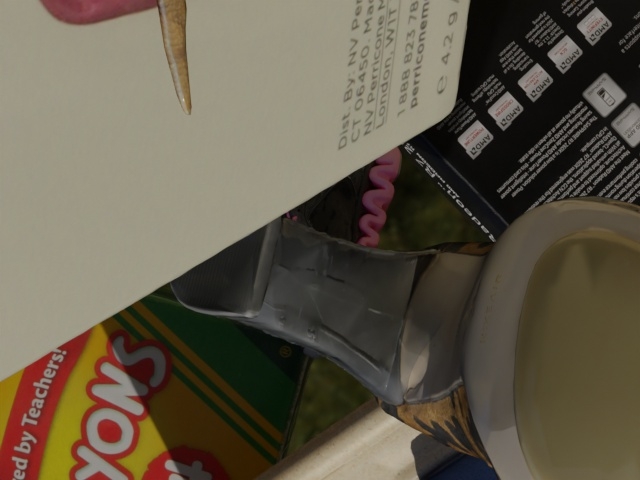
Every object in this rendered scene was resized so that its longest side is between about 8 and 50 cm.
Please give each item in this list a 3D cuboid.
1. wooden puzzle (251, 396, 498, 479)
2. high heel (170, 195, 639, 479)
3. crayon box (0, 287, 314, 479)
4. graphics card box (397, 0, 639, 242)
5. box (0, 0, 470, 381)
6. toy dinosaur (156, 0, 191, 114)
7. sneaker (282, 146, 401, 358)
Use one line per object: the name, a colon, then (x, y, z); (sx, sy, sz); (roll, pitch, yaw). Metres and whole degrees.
wooden puzzle: (0.094, 0.210, 0.904); (0.322, 0.348, 0.080); (43, -159, -23)
high heel: (0.102, 0.048, 0.579); (0.261, 0.093, 0.186); (19, 178, 37)
crayon box: (-0.180, 0.108, 1.082); (0.319, 0.202, 0.081); (15, -179, 3)
graphics card box: (0.183, -0.098, 1.312); (0.371, 0.233, 0.094); (46, 173, -1)
box: (-0.081, -0.071, 0.434); (0.149, 0.126, 0.232); (21, -149, 27)
toy dinosaur: (-0.003, -0.126, 0.312); (0.064, 0.211, 0.112); (22, -121, -12)
sneaker: (0.000, 0.000, 0.934); (0.057, 0.119, 0.047); (19, 155, -6)
